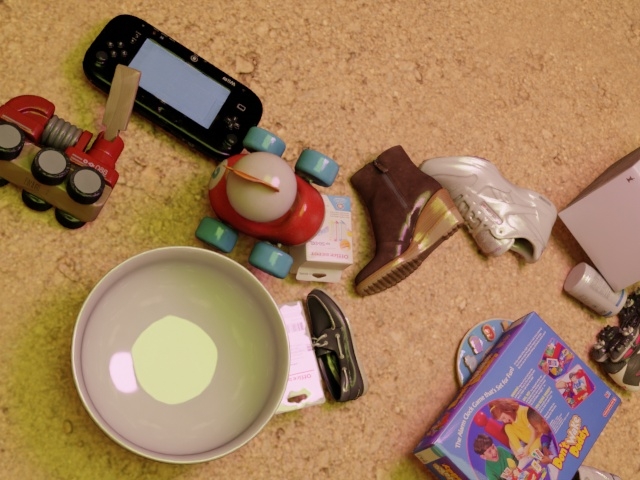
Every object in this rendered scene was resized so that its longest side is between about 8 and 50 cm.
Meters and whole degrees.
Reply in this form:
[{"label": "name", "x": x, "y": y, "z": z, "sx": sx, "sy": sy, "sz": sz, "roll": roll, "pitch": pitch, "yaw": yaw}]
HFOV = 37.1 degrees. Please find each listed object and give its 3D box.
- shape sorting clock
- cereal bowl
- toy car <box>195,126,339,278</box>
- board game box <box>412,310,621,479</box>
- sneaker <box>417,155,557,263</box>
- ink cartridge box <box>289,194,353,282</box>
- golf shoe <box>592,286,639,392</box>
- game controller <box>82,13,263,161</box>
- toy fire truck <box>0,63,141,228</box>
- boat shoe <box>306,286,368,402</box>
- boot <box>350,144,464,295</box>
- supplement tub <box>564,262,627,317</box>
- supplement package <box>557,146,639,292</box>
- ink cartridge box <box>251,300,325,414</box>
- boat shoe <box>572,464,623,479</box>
[{"label": "shape sorting clock", "x": 0.349, "y": 0.244, "z": 1.786, "sx": 0.206, "sy": 0.040, "sz": 0.206, "roll": 7, "pitch": 71, "yaw": -20}, {"label": "cereal bowl", "x": -0.224, "y": 0.187, "z": 1.510, "sx": 0.338, "sy": 0.141, "sz": 0.339, "roll": 4, "pitch": 73, "yaw": -13}, {"label": "toy car", "x": -0.108, "y": -0.087, "z": 1.554, "sx": 0.210, "sy": 0.238, "sz": 0.219, "roll": 25, "pitch": 82, "yaw": 17}, {"label": "board game box", "x": 0.353, "y": 0.325, "z": 1.679, "sx": 0.233, "sy": 0.078, "sz": 0.347, "roll": 46, "pitch": 58, "yaw": 0}, {"label": "sneaker", "x": 0.318, "y": -0.061, "z": 1.829, "sx": 0.305, "sy": 0.114, "sz": 0.152, "roll": 25, "pitch": 65, "yaw": -13}, {"label": "ink cartridge box", "x": 0.000, "y": 0.000, "z": 1.697, "sx": 0.092, "sy": 0.090, "sz": 0.143, "roll": 4, "pitch": 72, "yaw": -21}, {"label": "golf shoe", "x": 0.654, "y": 0.179, "z": 1.909, "sx": 0.273, "sy": 0.105, "sz": 0.120, "roll": -42, "pitch": 107, "yaw": -21}, {"label": "game controller", "x": -0.258, "y": -0.272, "z": 1.694, "sx": 0.319, "sy": 0.067, "sz": 0.167, "roll": 32, "pitch": 65, "yaw": -10}, {"label": "toy fire truck", "x": -0.413, "y": -0.182, "z": 1.570, "sx": 0.217, "sy": 0.158, "sz": 0.246, "roll": 29, "pitch": 53, "yaw": -10}, {"label": "boat shoe", "x": 0.017, "y": 0.182, "z": 1.650, "sx": 0.065, "sy": 0.075, "sz": 0.206, "roll": -19, "pitch": 86, "yaw": -41}, {"label": "boot", "x": 0.118, "y": -0.037, "z": 1.769, "sx": 0.248, "sy": 0.090, "sz": 0.207, "roll": -38, "pitch": 68, "yaw": -5}, {"label": "supplement tub", "x": 0.547, "y": 0.099, "z": 1.894, "sx": 0.107, "sy": 0.071, "sz": 0.071, "roll": 34, "pitch": 64, "yaw": -9}, {"label": "supplement package", "x": 0.649, "y": -0.068, "z": 1.883, "sx": 0.262, "sy": 0.198, "sz": 0.199, "roll": -34, "pitch": 87, "yaw": -44}, {"label": "ink cartridge box", "x": -0.066, "y": 0.202, "z": 1.622, "sx": 0.104, "sy": 0.060, "sz": 0.180, "roll": -9, "pitch": 77, "yaw": -24}, {"label": "boat shoe", "x": 0.439, "y": 0.564, "z": 1.668, "sx": 0.156, "sy": 0.136, "sz": 0.367, "roll": 24, "pitch": 63, "yaw": -13}]
